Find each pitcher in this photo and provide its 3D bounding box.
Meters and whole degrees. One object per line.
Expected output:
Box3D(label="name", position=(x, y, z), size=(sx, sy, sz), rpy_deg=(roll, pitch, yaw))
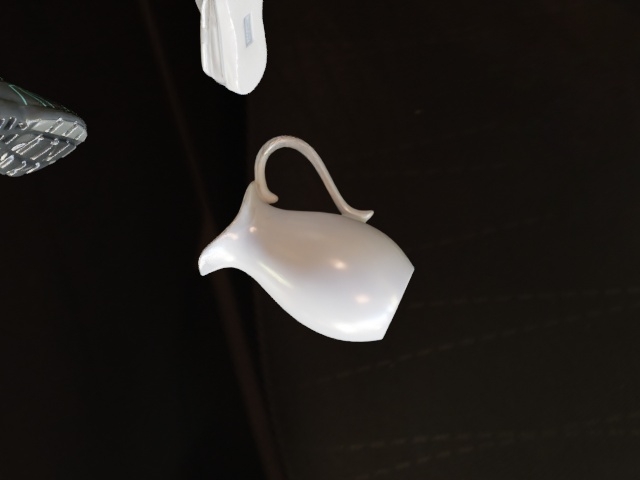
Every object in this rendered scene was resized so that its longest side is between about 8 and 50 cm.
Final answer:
Box3D(label="pitcher", position=(0.000, 0.000, 1.399), size=(0.207, 0.125, 0.177), rpy_deg=(25, 90, 4))

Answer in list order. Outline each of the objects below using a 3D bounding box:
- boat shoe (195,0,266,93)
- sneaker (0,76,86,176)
Box3D(label="boat shoe", position=(-0.088, -0.222, 1.212), size=(0.063, 0.066, 0.184), rpy_deg=(23, 142, 25))
Box3D(label="sneaker", position=(-0.318, -0.134, 1.267), size=(0.101, 0.267, 0.106), rpy_deg=(-34, 74, 16))
